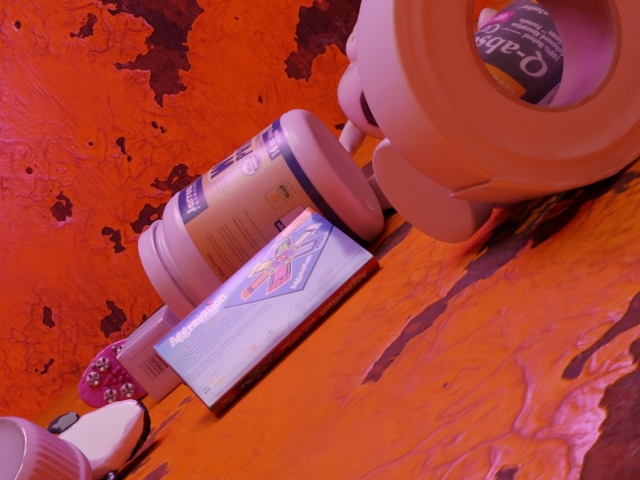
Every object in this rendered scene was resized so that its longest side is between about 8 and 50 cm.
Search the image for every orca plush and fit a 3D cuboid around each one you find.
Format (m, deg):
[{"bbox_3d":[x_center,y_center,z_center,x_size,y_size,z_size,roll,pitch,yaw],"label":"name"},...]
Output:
[{"bbox_3d":[-0.335,0.343,1.462,0.151,0.102,0.287,24,68,32],"label":"orca plush"}]

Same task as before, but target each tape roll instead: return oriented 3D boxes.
[{"bbox_3d":[0.179,-0.177,0.956,0.286,0.286,0.100,-43,8,-16],"label":"tape roll"}]

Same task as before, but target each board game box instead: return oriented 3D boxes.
[{"bbox_3d":[-0.071,0.086,1.371,0.281,0.027,0.145,-42,49,-11],"label":"board game box"}]

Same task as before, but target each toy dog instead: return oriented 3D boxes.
[{"bbox_3d":[0.170,-0.342,2.069,0.395,0.284,0.408,-42,9,-6],"label":"toy dog"}]

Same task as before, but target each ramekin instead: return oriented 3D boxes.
[{"bbox_3d":[-0.403,0.321,1.343,0.207,0.109,0.207,-20,42,20],"label":"ramekin"}]

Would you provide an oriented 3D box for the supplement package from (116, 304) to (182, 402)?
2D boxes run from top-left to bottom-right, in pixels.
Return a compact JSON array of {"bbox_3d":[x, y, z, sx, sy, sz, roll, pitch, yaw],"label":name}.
[{"bbox_3d":[-0.271,0.189,1.836,0.105,0.105,0.179,-42,7,0],"label":"supplement package"}]

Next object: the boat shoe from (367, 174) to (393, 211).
[{"bbox_3d":[0.105,-0.077,1.672,0.063,0.066,0.184,-41,-1,-39],"label":"boat shoe"}]

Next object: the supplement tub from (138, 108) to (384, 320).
[{"bbox_3d":[-0.089,-0.021,1.581,0.316,0.228,0.228,-35,8,13],"label":"supplement tub"}]

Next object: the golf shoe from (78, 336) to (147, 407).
[{"bbox_3d":[-0.314,0.211,2.001,0.306,0.115,0.140,-36,-5,-11],"label":"golf shoe"}]

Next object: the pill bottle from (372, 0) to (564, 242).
[{"bbox_3d":[0.192,-0.134,1.114,0.278,0.162,0.162,-44,8,-24],"label":"pill bottle"}]

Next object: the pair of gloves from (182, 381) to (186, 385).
[{"bbox_3d":[-0.144,0.158,1.686,0.198,0.023,0.159,-33,10,44],"label":"pair of gloves"}]
